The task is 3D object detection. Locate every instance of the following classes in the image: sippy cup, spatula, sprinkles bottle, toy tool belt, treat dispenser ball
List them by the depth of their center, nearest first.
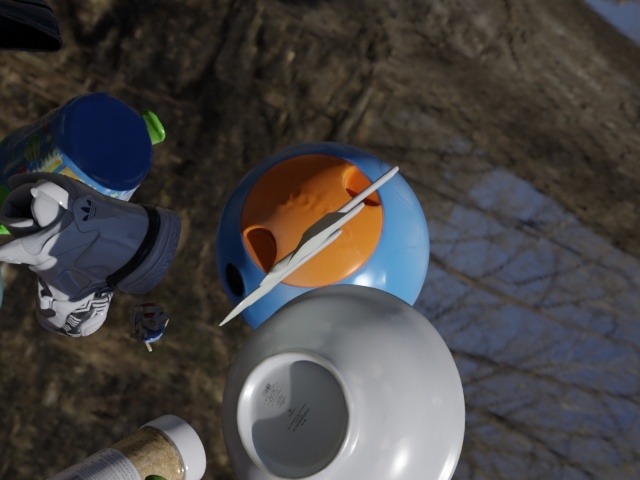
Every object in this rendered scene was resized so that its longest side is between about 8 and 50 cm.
[{"bbox_3d":[0.000,0.000,1.361,0.168,0.019,0.242,-49,172,37],"label":"spatula"},{"bbox_3d":[-0.219,0.112,1.627,0.083,0.052,0.051,125,-41,-73],"label":"toy tool belt"},{"bbox_3d":[0.002,0.011,1.710,0.288,0.288,0.288,-64,-178,4],"label":"treat dispenser ball"},{"bbox_3d":[-0.335,0.381,1.895,0.355,0.121,0.121,-24,151,-45],"label":"sprinkles bottle"},{"bbox_3d":[-0.389,-0.121,2.042,0.224,0.240,0.305,-33,-143,48],"label":"sippy cup"}]

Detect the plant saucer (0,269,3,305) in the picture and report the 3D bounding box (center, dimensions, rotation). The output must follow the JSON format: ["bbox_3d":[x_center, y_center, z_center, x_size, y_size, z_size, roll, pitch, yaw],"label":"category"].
[{"bbox_3d":[-0.455,-0.038,1.350,0.043,0.317,0.317,-48,-178,-1],"label":"plant saucer"}]

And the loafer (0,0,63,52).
[{"bbox_3d":[-0.517,-0.339,1.991,0.267,0.084,0.096,-11,149,-50],"label":"loafer"}]

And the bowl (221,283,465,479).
[{"bbox_3d":[0.000,0.191,1.397,0.298,0.298,0.134,-64,154,6],"label":"bowl"}]

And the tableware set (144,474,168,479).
[{"bbox_3d":[-0.132,0.301,1.311,0.104,0.154,0.024,-43,-169,44],"label":"tableware set"}]

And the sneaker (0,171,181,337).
[{"bbox_3d":[-0.355,0.014,1.710,0.366,0.210,0.137,-29,-137,51],"label":"sneaker"}]
